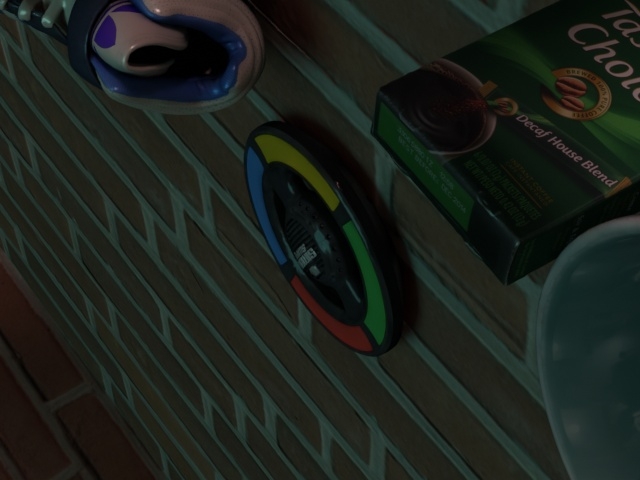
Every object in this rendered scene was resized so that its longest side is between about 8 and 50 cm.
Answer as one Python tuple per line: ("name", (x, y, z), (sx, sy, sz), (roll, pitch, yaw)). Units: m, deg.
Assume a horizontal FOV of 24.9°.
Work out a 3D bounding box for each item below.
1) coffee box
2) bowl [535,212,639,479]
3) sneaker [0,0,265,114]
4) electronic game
("coffee box", (0.129, -0.064, 0.708), (0.113, 0.184, 0.040), (51, 154, 27))
("bowl", (0.257, 0.095, 0.646), (0.311, 0.163, 0.311), (48, 155, 31))
("sneaker", (-0.190, -0.202, 1.126), (0.322, 0.130, 0.236), (23, -167, -20))
("electronic game", (0.000, 0.000, 1.281), (0.229, 0.048, 0.229), (48, 155, 30))
